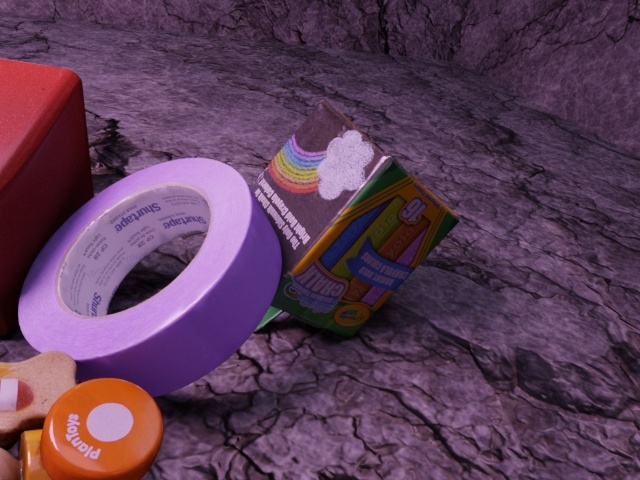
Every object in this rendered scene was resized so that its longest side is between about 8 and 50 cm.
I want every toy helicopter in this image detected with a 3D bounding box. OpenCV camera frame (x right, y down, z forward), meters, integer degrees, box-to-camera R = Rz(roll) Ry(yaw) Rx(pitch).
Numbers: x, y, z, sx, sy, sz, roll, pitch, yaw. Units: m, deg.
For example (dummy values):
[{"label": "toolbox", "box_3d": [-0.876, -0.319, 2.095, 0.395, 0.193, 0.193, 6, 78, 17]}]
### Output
[{"label": "toy helicopter", "box_3d": [-0.308, 0.131, 0.388, 0.355, 0.140, 0.235, 40, 35, 18]}]

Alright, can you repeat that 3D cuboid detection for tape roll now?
[{"label": "tape roll", "box_3d": [-0.186, 0.031, 0.586, 0.275, 0.090, 0.275, -14, 45, 14]}]

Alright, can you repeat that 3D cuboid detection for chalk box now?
[{"label": "chalk box", "box_3d": [0.000, 0.000, 0.702, 0.179, 0.289, 0.180, 31, 16, -43]}]

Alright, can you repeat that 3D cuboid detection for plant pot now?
[{"label": "plant pot", "box_3d": [-0.432, -0.040, 0.600, 0.267, 0.267, 0.236, 6, 43, -12]}]
